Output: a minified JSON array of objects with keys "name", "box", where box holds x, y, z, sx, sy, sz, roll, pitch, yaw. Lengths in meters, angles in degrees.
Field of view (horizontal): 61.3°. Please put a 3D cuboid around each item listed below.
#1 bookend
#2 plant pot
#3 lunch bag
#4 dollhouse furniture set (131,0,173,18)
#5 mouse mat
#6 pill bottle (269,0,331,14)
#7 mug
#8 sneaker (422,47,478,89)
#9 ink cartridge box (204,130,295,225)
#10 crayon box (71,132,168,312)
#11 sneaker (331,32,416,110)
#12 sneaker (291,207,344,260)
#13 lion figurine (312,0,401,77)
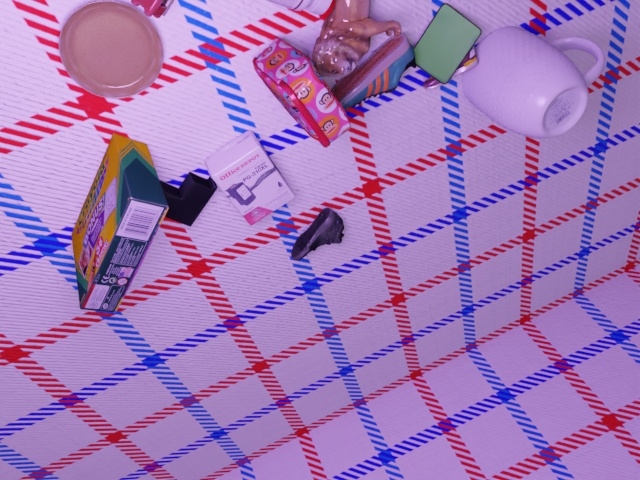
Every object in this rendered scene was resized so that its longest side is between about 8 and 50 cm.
[{"name":"bookend","box":[-0.417,-0.142,1.596,0.157,0.072,0.156,23,114,-38]},{"name":"plant pot","box":[-0.503,-0.460,1.306,0.236,0.032,0.236,-14,132,-16]},{"name":"lunch bag","box":[-0.040,-0.380,1.430,0.120,0.293,0.258,-40,134,4]},{"name":"dollhouse furniture set","box":[-0.434,-0.613,1.089,0.374,0.201,0.152,25,114,-39]},{"name":"mouse mat","box":[0.371,-0.585,1.613,0.152,0.007,0.190,29,107,-16]},{"name":"pill bottle","box":[-0.082,-0.632,1.308,0.221,0.121,0.121,6,125,-31]},{"name":"mug","box":[0.686,-0.497,1.669,0.374,0.328,0.276,-33,135,2]},{"name":"sneaker","box":[0.390,-0.543,1.674,0.185,0.069,0.084,-30,113,6]},{"name":"ink cartridge box","box":[-0.212,-0.186,1.642,0.172,0.100,0.237,-33,135,2]},{"name":"crayon box","box":[-0.550,-0.048,1.439,0.106,0.313,0.363,13,120,-39]},{"name":"sneaker","box":[0.158,-0.461,1.587,0.302,0.108,0.121,-39,130,6]},{"name":"sneaker","box":[0.000,0.000,1.921,0.130,0.087,0.227,33,103,-35]},{"name":"lion figurine","box":[0.088,-0.632,1.409,0.240,0.142,0.392,-8,117,-11]}]
